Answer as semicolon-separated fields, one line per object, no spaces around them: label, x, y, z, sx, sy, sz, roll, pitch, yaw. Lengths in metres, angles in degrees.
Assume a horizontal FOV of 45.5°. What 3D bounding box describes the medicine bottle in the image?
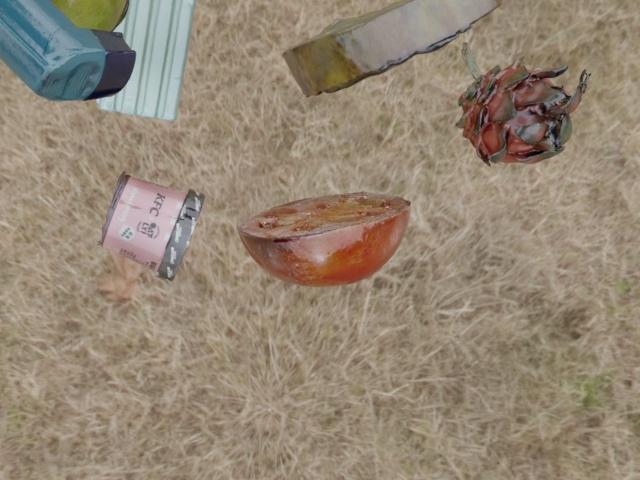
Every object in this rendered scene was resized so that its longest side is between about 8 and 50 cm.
medicine bottle;-0.337;-0.255;0.858;0.258;0.079;0.124;43;37;1

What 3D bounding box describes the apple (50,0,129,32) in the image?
apple;-0.371;-0.353;1.045;0.207;0.173;0.188;43;69;-23

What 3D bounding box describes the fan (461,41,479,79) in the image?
fan;0.223;-0.245;1.099;0.083;0.004;0.056;52;34;-28

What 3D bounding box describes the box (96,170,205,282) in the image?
box;-0.268;-0.028;1.196;0.135;0.151;0.151;23;77;-11

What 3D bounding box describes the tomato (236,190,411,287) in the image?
tomato;0.007;0.009;1.463;0.338;0.338;0.144;-11;102;-6

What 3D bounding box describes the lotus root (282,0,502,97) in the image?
lotus root;0.127;-0.359;1.317;0.374;0.390;0.111;-13;106;27

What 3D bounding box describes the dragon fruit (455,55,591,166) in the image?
dragon fruit;0.218;-0.142;0.846;0.121;0.142;0.130;1;120;-25

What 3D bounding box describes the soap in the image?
soap;-0.353;-0.388;1.543;0.159;0.087;0.266;5;109;-24
